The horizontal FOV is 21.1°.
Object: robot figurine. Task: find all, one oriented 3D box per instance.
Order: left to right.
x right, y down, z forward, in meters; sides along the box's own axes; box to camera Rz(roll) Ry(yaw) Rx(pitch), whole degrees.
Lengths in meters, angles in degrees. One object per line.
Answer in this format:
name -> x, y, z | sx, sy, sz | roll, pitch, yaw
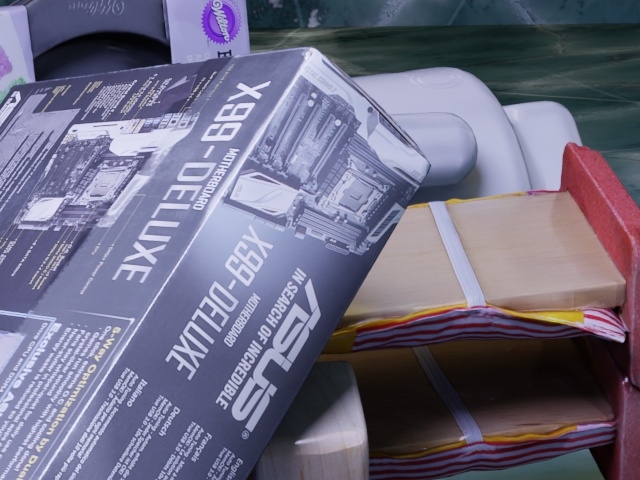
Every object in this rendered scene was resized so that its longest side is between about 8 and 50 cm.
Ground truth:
robot figurine -> 0.000, 0.000, 1.091 | 0.353, 0.200, 0.300 | -8, -24, -17

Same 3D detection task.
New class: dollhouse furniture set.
dollhouse furniture set -> 0.064, 0.112, 0.702 | 0.201, 0.152, 0.374 | -6, 31, -7

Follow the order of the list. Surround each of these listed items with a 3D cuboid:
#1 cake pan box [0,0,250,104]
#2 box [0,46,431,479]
cake pan box -> -0.157, -0.049, 1.203 | 0.245, 0.267, 0.070 | -11, 13, -36
box -> -0.123, 0.068, 0.673 | 0.242, 0.076, 0.307 | 1, 54, 53
